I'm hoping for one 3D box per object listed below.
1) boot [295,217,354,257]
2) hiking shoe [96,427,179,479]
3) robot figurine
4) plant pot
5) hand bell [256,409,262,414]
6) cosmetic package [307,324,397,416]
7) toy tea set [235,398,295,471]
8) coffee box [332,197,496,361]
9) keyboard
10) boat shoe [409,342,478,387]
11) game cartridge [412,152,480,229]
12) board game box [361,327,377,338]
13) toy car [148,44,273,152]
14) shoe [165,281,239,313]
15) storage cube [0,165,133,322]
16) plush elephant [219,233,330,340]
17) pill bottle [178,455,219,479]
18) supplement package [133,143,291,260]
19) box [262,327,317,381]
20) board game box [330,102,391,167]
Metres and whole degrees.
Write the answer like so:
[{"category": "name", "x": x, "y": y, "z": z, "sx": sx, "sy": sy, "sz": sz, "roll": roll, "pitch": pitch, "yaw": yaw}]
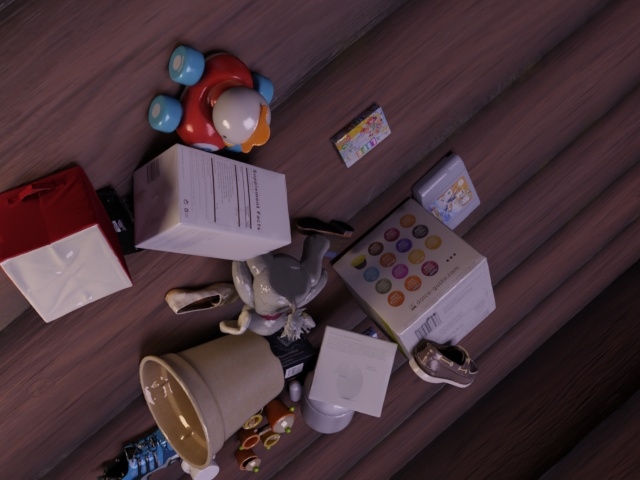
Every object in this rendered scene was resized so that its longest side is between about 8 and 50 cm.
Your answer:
[{"category": "boot", "x": 0.000, "y": 0.000, "z": 1.677, "sx": 0.219, "sy": 0.082, "sz": 0.106, "roll": 5, "pitch": 119, "yaw": -45}, {"category": "hiking shoe", "x": -0.526, "y": 0.650, "z": 1.797, "sx": 0.304, "sy": 0.113, "sz": 0.132, "roll": -46, "pitch": 142, "yaw": 4}, {"category": "robot figurine", "x": 0.033, "y": 0.551, "z": 2.087, "sx": 0.300, "sy": 0.199, "sz": 0.353, "roll": 7, "pitch": 143, "yaw": -3}, {"category": "plant pot", "x": -0.285, "y": 0.408, "z": 1.657, "sx": 0.306, "sy": 0.334, "sz": 0.333, "roll": -25, "pitch": 139, "yaw": -38}, {"category": "hand bell", "x": -0.148, "y": 0.477, "z": 1.991, "sx": 0.242, "sy": 0.126, "sz": 0.126, "roll": -20, "pitch": 137, "yaw": -43}, {"category": "cosmetic package", "x": 0.097, "y": 0.396, "z": 1.819, "sx": 0.138, "sy": 0.224, "sz": 0.224, "roll": 87, "pitch": 18, "yaw": -83}, {"category": "toy tea set", "x": -0.201, "y": 0.719, "z": 2.128, "sx": 0.200, "sy": 0.124, "sz": 0.335, "roll": -13, "pitch": 133, "yaw": -32}, {"category": "coffee box", "x": 0.302, "y": 0.145, "z": 1.863, "sx": 0.338, "sy": 0.334, "sz": 0.338, "roll": -40, "pitch": 143, "yaw": -5}, {"category": "keyboard", "x": -0.440, "y": -0.046, "z": 1.311, "sx": 0.100, "sy": 0.038, "sz": 0.192, "roll": -12, "pitch": 138, "yaw": 0}, {"category": "boat shoe", "x": 0.400, "y": 0.372, "z": 1.801, "sx": 0.325, "sy": 0.116, "sz": 0.096, "roll": 18, "pitch": 116, "yaw": -44}, {"category": "game cartridge", "x": 0.410, "y": -0.135, "z": 1.927, "sx": 0.198, "sy": 0.062, "sz": 0.297, "roll": -47, "pitch": 141, "yaw": -2}, {"category": "board game box", "x": 0.128, "y": 0.437, "z": 2.218, "sx": 0.212, "sy": 0.039, "sz": 0.160, "roll": -34, "pitch": 140, "yaw": -13}, {"category": "toy car", "x": -0.181, "y": -0.241, "z": 1.177, "sx": 0.219, "sy": 0.238, "sz": 0.210, "roll": 10, "pitch": 118, "yaw": -45}, {"category": "shoe", "x": -0.304, "y": 0.161, "z": 1.582, "sx": 0.219, "sy": 0.058, "sz": 0.076, "roll": -4, "pitch": 127, "yaw": -38}, {"category": "storage cube", "x": -0.504, "y": 0.005, "z": 1.151, "sx": 0.184, "sy": 0.193, "sz": 0.214, "roll": -24, "pitch": 139, "yaw": -13}, {"category": "plush elephant", "x": -0.130, "y": 0.140, "z": 1.561, "sx": 0.272, "sy": 0.329, "sz": 0.255, "roll": 8, "pitch": 150, "yaw": -29}, {"category": "pill bottle", "x": -0.398, "y": 0.667, "z": 1.864, "sx": 0.112, "sy": 0.186, "sz": 0.111, "roll": -23, "pitch": 137, "yaw": -23}, {"category": "supplement package", "x": -0.234, "y": -0.070, "z": 1.291, "sx": 0.178, "sy": 0.175, "sz": 0.293, "roll": -20, "pitch": 158, "yaw": 40}, {"category": "box", "x": -0.120, "y": 0.346, "z": 1.828, "sx": 0.156, "sy": 0.158, "sz": 0.093, "roll": -17, "pitch": 137, "yaw": -30}, {"category": "board game box", "x": 0.108, "y": -0.276, "z": 1.558, "sx": 0.154, "sy": 0.026, "sz": 0.103, "roll": -40, "pitch": 142, "yaw": -4}]
